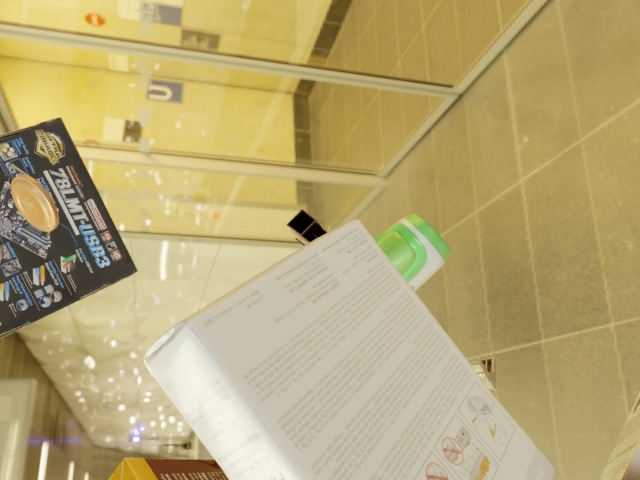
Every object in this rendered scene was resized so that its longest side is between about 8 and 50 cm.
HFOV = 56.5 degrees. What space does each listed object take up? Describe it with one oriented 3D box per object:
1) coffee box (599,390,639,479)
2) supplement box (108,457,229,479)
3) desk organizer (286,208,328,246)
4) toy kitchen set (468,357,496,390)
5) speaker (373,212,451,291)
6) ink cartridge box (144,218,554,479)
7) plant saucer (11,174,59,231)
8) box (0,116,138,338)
[{"bbox_3d":[0.508,0.331,0.833,0.297,0.168,0.118,-44,-24,-32],"label":"coffee box"},{"bbox_3d":[-0.075,0.289,0.473,0.191,0.194,0.129,38,95,36],"label":"supplement box"},{"bbox_3d":[0.000,0.000,1.060,0.130,0.047,0.050,38,169,38],"label":"desk organizer"},{"bbox_3d":[0.310,0.258,1.216,0.068,0.083,0.075,-18,32,30],"label":"toy kitchen set"},{"bbox_3d":[0.111,0.083,1.175,0.296,0.131,0.131,-43,22,2],"label":"speaker"},{"bbox_3d":[0.033,0.112,0.377,0.066,0.189,0.232,-37,86,37],"label":"ink cartridge box"},{"bbox_3d":[-0.385,-0.048,0.799,0.013,0.084,0.083,-44,-20,-44],"label":"plant saucer"},{"bbox_3d":[-0.495,-0.013,0.956,0.073,0.293,0.295,-11,106,57],"label":"box"}]
